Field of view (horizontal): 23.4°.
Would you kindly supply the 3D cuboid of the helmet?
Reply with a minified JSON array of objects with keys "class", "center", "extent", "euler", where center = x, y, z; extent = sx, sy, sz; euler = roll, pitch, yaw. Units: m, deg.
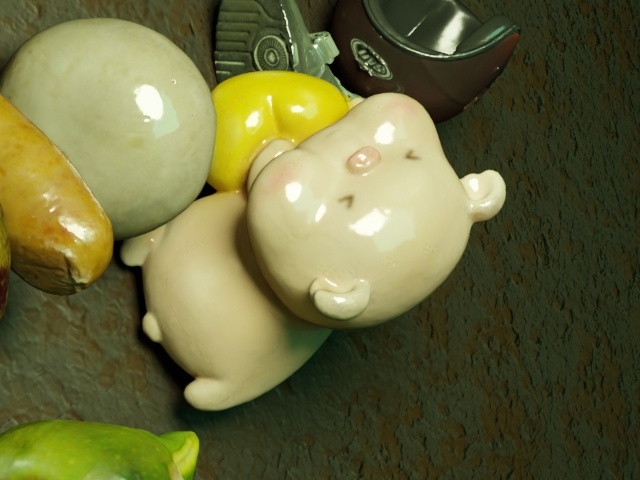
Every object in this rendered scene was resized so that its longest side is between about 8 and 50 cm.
[{"class":"helmet","center":[0.108,-0.223,1.697],"extent":[0.189,0.193,0.216],"euler":[46,25,13]}]

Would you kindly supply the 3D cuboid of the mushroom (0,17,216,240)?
[{"class":"mushroom","center":[-0.190,-0.101,1.390],"extent":[0.204,0.204,0.204],"euler":[13,72,-44]}]

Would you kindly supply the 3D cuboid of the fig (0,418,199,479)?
[{"class":"fig","center":[-0.185,0.229,1.318],"extent":[0.275,0.206,0.206],"euler":[-34,107,-65]}]

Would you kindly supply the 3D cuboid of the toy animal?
[{"class":"toy animal","center":[-0.013,-0.016,1.428],"extent":[0.345,0.247,0.277],"euler":[-32,108,-15]}]

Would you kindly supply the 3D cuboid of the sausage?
[{"class":"sausage","center":[-0.277,-0.062,1.261],"extent":[0.270,0.109,0.109],"euler":[42,48,2]}]

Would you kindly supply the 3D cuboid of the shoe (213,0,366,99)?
[{"class":"shoe","center":[-0.011,-0.148,1.624],"extent":[0.149,0.109,0.293],"euler":[-22,105,-45]}]

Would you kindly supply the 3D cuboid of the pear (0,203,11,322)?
[{"class":"pear","center":[-0.351,0.021,1.106],"extent":[0.283,0.284,0.283],"euler":[13,72,-44]}]
